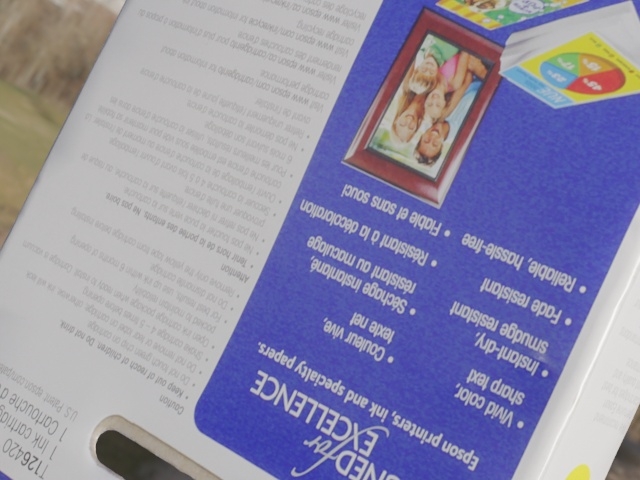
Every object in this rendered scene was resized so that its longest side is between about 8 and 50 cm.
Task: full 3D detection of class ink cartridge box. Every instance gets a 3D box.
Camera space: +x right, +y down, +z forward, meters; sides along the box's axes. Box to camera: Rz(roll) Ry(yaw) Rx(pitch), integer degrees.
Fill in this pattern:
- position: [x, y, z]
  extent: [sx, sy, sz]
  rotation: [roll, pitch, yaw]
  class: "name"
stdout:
- position: [0.000, 0.000, 0.625]
  extent: [0.303, 0.307, 0.072]
  rotation: [25, 0, 39]
  class: "ink cartridge box"
